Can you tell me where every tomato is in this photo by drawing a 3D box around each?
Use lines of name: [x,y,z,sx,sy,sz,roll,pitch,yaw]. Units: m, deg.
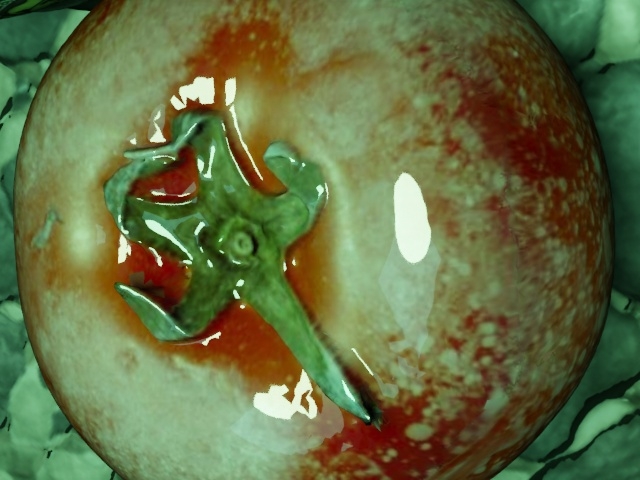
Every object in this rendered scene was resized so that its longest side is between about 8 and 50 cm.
tomato: [0.000,0.000,0.634,0.270,0.227,0.270,0,91,21]

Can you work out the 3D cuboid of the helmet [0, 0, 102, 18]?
helmet: [-0.183,-0.192,0.631,0.230,0.160,0.279,-24,113,35]
